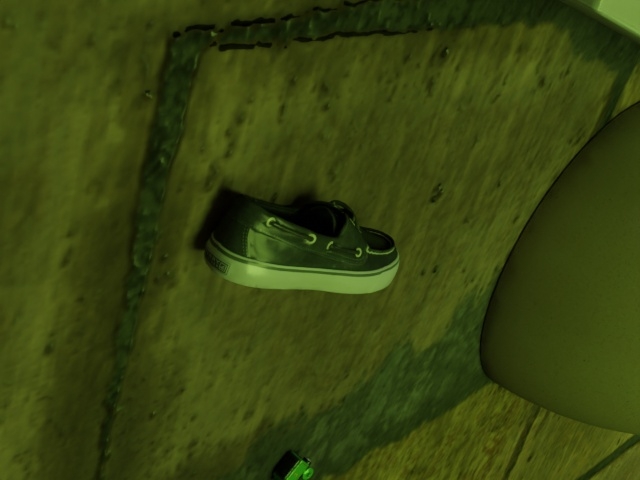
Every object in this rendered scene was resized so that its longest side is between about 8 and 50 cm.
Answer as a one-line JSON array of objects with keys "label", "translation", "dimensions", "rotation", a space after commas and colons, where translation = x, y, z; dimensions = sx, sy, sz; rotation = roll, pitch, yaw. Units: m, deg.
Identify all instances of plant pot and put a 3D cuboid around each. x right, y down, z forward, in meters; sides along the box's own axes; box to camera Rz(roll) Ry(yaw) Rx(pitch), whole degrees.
[{"label": "plant pot", "translation": [0.294, 0.051, 0.888], "dimensions": [0.284, 0.191, 0.284], "rotation": [-34, 144, -30]}]

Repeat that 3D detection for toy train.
[{"label": "toy train", "translation": [-0.036, 0.176, 0.718], "dimensions": [0.083, 0.017, 0.024], "rotation": [-51, 140, -7]}]

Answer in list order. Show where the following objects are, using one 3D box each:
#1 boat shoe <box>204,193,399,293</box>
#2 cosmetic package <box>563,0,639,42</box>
[{"label": "boat shoe", "translation": [0.000, 0.000, 0.564], "dimensions": [0.142, 0.049, 0.040], "rotation": [1, 119, -52]}, {"label": "cosmetic package", "translation": [0.267, -0.245, 0.652], "dimensions": [0.377, 0.097, 0.284], "rotation": [2, 121, -55]}]
